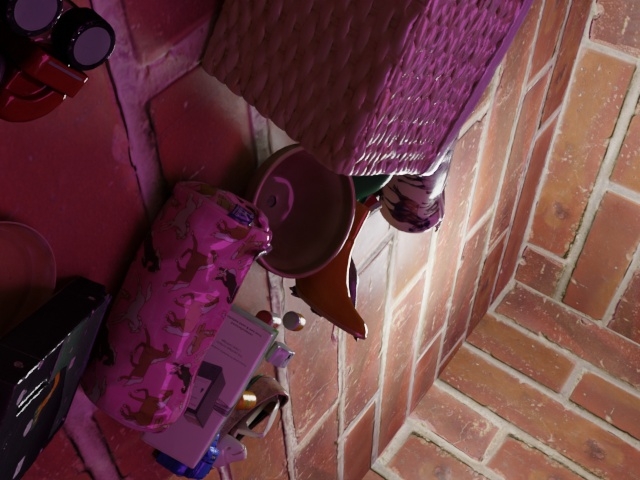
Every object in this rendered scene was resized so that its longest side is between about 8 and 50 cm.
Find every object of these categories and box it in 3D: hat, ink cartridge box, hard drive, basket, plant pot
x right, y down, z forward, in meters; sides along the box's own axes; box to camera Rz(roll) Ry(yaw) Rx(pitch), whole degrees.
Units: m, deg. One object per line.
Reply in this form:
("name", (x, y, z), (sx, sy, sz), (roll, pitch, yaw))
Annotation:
("hat", (0.148, -0.150, 1.544), (0.208, 0.183, 0.173), (13, 82, -64))
("ink cartridge box", (-0.197, 0.260, 1.389), (0.273, 0.115, 0.198), (-59, 177, -4))
("hard drive", (-0.370, 0.198, 0.935), (0.339, 0.064, 0.237), (-79, -168, -76))
("basket", (0.056, -0.297, 1.055), (0.266, 0.328, 0.331), (-13, 136, -52))
("plant pot", (-0.059, -0.059, 1.336), (0.237, 0.110, 0.237), (-15, 113, -39))
("plant pot", (-0.425, 0.076, 0.904), (0.236, 0.032, 0.236), (-45, 153, -31))

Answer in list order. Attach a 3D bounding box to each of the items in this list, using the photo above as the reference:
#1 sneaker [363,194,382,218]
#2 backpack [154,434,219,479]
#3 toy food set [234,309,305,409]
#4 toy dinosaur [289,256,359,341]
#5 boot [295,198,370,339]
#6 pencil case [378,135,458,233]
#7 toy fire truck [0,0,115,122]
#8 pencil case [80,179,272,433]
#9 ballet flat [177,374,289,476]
("sneaker", (0.081, -0.072, 1.738), (0.118, 0.067, 0.042), (-37, 168, 24))
("backpack", (-0.258, 0.422, 1.540), (0.120, 0.101, 0.098), (-59, 163, -11))
("toy food set", (-0.136, 0.230, 1.543), (0.232, 0.111, 0.104), (-54, 156, 2))
("toy dinosaur", (0.010, 0.055, 1.529), (0.121, 0.313, 0.160), (15, 132, -43))
("boot", (0.032, 0.026, 1.426), (0.211, 0.295, 0.104), (-51, 153, 2))
("pencil case", (0.238, -0.200, 1.722), (0.160, 0.183, 0.410), (-43, 152, -36))
("toy fire truck", (-0.336, -0.155, 0.704), (0.246, 0.158, 0.217), (-50, 157, 6))
("pencil case", (-0.222, 0.101, 1.161), (0.160, 0.167, 0.386), (19, 101, -55))
("ballet flat", (-0.185, 0.423, 1.673), (0.316, 0.106, 0.107), (-44, 151, -33))
